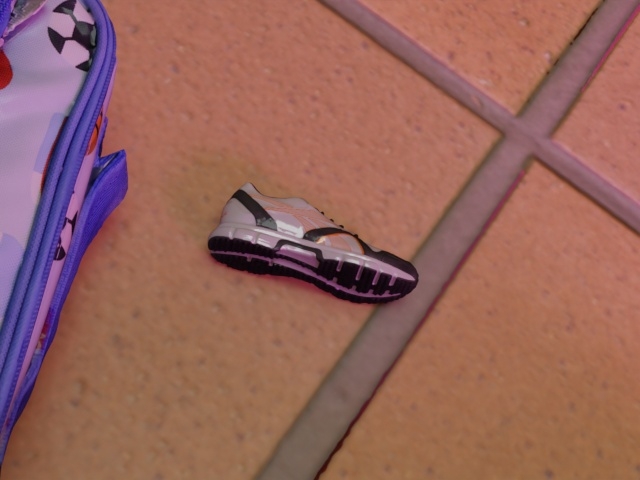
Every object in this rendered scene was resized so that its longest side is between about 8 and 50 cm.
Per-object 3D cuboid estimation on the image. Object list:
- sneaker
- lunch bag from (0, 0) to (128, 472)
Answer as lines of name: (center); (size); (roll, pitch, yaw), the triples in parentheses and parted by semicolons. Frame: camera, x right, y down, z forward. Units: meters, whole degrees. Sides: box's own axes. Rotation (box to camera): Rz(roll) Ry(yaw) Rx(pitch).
sneaker: (0.000, 0.000, 0.449); (0.109, 0.040, 0.043); (18, 56, -8)
lunch bag: (-0.209, -0.013, 0.350); (0.243, 0.115, 0.303); (16, 60, -11)
